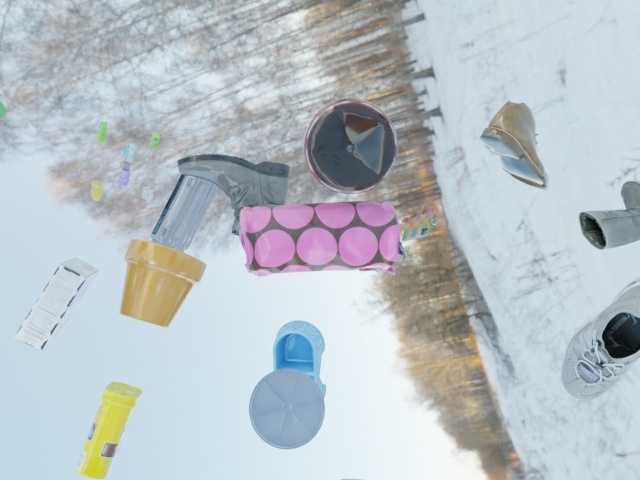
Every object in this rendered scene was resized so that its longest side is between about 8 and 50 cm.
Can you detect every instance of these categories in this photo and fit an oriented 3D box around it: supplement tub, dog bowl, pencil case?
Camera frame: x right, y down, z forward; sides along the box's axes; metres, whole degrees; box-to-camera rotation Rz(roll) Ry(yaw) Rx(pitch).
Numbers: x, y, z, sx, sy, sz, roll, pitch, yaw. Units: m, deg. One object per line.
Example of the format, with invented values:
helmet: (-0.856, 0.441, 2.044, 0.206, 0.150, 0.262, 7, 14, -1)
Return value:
supplement tub: (0.034, -0.124, 0.651, 0.198, 0.106, 0.106, -89, -18, -75)
dog bowl: (-0.071, 0.401, 1.619, 0.074, 0.166, 0.297, -19, -72, -77)
pencil case: (0.000, 0.000, 0.682, 0.095, 0.209, 0.098, -109, 19, -73)

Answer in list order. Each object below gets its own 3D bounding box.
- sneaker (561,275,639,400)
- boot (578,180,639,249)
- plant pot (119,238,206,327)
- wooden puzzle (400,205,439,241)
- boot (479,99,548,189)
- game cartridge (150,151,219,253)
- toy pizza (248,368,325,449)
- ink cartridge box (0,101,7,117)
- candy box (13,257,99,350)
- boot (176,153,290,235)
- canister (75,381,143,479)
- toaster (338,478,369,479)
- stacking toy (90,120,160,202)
sneaker: (0.485, 0.182, 0.894, 0.115, 0.105, 0.281, -26, -40, -41)
boot: (0.696, -0.062, 1.225, 0.076, 0.209, 0.189, 92, 166, -47)
plant pot: (-0.423, 0.119, 1.347, 0.205, 0.205, 0.187, 49, -124, -65)
wooden puzzle: (0.144, -0.024, 0.776, 0.006, 0.083, 0.049, 34, -121, -24)
boot: (0.480, -0.213, 1.215, 0.305, 0.112, 0.115, 32, -94, -47)
game cartridge: (-0.427, -0.103, 1.677, 0.355, 0.068, 0.230, -63, -11, 1)
toy pizza: (-0.087, 0.436, 1.357, 0.032, 0.201, 0.201, 124, 138, -63)
ink cartridge box: (-0.844, -0.312, 1.073, 0.289, 0.122, 0.211, 68, -143, -50)
candy box: (-0.627, 0.147, 1.254, 0.070, 0.196, 0.165, 31, 177, -13)
boot: (-0.241, -0.121, 1.488, 0.118, 0.338, 0.222, 177, 97, -71)
canister: (-0.443, 0.396, 1.098, 0.126, 0.073, 0.169, 152, 138, -77)
toaster: (0.117, 0.672, 1.319, 0.146, 0.227, 0.129, 58, -141, -55)
stacking toy: (-0.556, -0.216, 1.496, 0.167, 0.052, 0.221, 2, -72, -39)
